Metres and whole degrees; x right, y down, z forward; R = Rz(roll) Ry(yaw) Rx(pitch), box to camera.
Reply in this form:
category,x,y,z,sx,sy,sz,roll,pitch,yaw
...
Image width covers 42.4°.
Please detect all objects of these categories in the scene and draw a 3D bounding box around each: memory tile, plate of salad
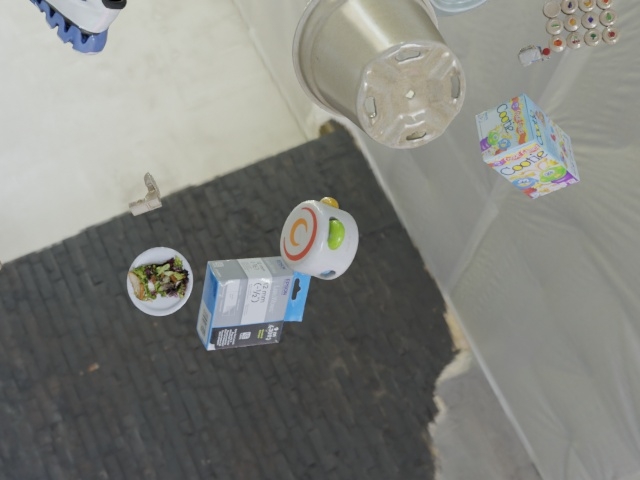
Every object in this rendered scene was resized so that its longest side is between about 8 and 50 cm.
category,x,y,z,sx,sy,sz,roll,pitch,yaw
memory tile,0.544,-0.456,1.720,0.012,0.148,0.113,16,66,-83
plate of salad,-0.467,0.117,2.380,0.199,0.200,0.048,64,5,11

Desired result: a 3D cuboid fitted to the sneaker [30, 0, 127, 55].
category,x,y,z,sx,sy,sz,roll,pitch,yaw
sneaker,-0.458,-0.491,1.436,0.315,0.182,0.127,40,35,-23

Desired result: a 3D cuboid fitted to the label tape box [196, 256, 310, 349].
category,x,y,z,sx,sy,sz,roll,pitch,yaw
label tape box,-0.175,0.181,2.450,0.115,0.348,0.249,-127,-138,-50

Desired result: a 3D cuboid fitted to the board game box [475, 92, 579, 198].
category,x,y,z,sx,sy,sz,roll,pitch,yaw
board game box,0.538,-0.238,2.138,0.275,0.142,0.144,27,50,-45

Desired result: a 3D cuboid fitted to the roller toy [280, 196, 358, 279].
category,x,y,z,sx,sy,sz,roll,pitch,yaw
roller toy,0.000,0.000,2.164,0.191,0.146,0.209,-57,-142,20

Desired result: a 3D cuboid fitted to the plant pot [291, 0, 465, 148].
category,x,y,z,sx,sy,sz,roll,pitch,yaw
plant pot,0.136,-0.345,1.681,0.305,0.334,0.333,-115,-171,-55

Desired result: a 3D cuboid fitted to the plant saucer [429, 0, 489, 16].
category,x,y,z,sx,sy,sz,roll,pitch,yaw
plant saucer,0.371,-0.714,2.180,0.400,0.401,0.100,91,-12,-62

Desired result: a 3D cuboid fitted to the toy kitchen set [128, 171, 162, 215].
category,x,y,z,sx,sy,sz,roll,pitch,yaw
toy kitchen set,-0.437,-0.121,2.009,0.068,0.075,0.083,71,-2,-54

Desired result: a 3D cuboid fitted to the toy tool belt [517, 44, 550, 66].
category,x,y,z,sx,sy,sz,roll,pitch,yaw
toy tool belt,0.547,-0.477,2.110,0.052,0.083,0.051,70,24,-14
